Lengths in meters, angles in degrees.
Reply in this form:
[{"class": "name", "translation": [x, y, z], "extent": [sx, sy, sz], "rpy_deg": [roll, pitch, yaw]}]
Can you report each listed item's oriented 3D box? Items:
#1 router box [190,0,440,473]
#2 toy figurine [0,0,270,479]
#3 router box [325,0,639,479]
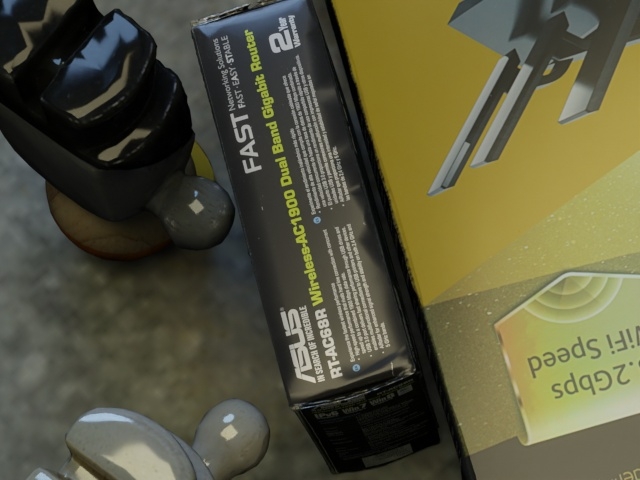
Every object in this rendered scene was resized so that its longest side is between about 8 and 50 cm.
[{"class": "router box", "translation": [0.000, 0.000, 0.591], "extent": [0.038, 0.092, 0.122], "rpy_deg": [-17, 71, 3]}, {"class": "toy figurine", "translation": [-0.122, 0.041, 0.575], "extent": [0.209, 0.148, 0.213], "rpy_deg": [-10, 69, -1]}, {"class": "router box", "translation": [0.167, -0.050, 0.588], "extent": [0.308, 0.081, 0.243], "rpy_deg": [-17, 71, 3]}]
